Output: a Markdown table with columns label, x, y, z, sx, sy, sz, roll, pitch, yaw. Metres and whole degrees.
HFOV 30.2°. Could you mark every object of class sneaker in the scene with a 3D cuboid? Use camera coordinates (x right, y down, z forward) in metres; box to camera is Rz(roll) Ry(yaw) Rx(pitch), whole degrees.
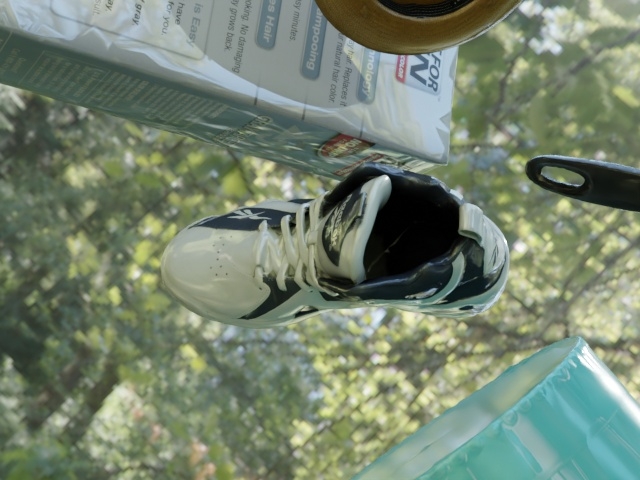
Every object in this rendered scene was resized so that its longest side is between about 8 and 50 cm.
| label | x | y | z | sx | sy | sz | roll | pitch | yaw |
| --- | --- | --- | --- | --- | --- | --- | --- | --- | --- |
| sneaker | 0.000 | 0.000 | 0.750 | 0.235 | 0.094 | 0.153 | 6 | -17 | 11 |

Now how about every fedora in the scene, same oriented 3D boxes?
| label | x | y | z | sx | sy | sz | roll | pitch | yaw |
| --- | --- | --- | --- | --- | --- | --- | --- | --- | --- |
| fedora | 0.066 | -0.222 | 0.786 | 0.079 | 0.194 | 0.194 | -116 | -178 | -53 |

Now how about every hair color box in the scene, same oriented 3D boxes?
| label | x | y | z | sx | sy | sz | roll | pitch | yaw |
| --- | --- | --- | --- | --- | --- | --- | --- | --- | --- |
| hair color box | -0.079 | -0.177 | 0.890 | 0.375 | 0.185 | 0.114 | 15 | -16 | -23 |

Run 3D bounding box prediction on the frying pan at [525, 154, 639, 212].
| label | x | y | z | sx | sy | sz | roll | pitch | yaw |
| --- | --- | --- | --- | --- | --- | --- | --- | --- | --- |
| frying pan | 0.299 | 0.008 | 0.755 | 0.326 | 0.053 | 0.197 | -11 | -82 | 44 |

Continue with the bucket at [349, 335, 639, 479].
| label | x | y | z | sx | sy | sz | roll | pitch | yaw |
| --- | --- | --- | --- | --- | --- | --- | --- | --- | --- |
| bucket | 0.117 | 0.201 | 0.740 | 0.183 | 0.281 | 0.281 | 54 | -25 | 5 |
